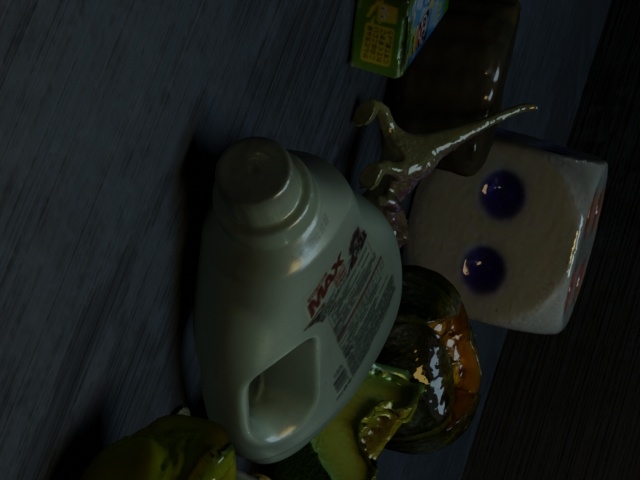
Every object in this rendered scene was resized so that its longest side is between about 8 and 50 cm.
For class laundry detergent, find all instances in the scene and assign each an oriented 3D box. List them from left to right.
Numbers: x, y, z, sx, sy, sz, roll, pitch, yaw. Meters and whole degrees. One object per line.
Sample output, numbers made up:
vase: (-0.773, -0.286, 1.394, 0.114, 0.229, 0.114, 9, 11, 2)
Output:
laundry detergent: (-0.035, 0.037, 1.703, 0.264, 0.124, 0.398, -58, 162, -16)

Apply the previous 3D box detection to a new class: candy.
candy: (0.091, -0.259, 2.048, 0.194, 0.062, 0.097, -56, 156, -55)

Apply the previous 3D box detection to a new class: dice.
dice: (0.256, -0.021, 2.641, 0.259, 0.243, 0.251, -12, 116, -73)

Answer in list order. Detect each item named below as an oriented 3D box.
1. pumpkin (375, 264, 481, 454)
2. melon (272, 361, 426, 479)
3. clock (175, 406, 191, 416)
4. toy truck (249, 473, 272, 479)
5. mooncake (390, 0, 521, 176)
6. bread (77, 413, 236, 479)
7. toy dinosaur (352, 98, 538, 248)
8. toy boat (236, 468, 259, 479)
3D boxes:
pumpkin: (0.105, 0.149, 2.354, 0.238, 0.159, 0.238, 27, 60, -61)
melon: (0.002, 0.245, 2.155, 0.169, 0.129, 0.265, -57, -179, 33)
clock: (-0.131, 0.188, 1.728, 0.083, 0.010, 0.074, 90, 20, -47)
toy truck: (-0.089, 0.288, 1.909, 0.052, 0.062, 0.123, 88, 21, -55)
mooncake: (0.161, -0.191, 2.300, 0.228, 0.124, 0.228, 13, 90, -82)
bread: (-0.148, 0.302, 1.557, 0.166, 0.112, 0.384, -57, 159, -46)
toy dinosaur: (0.111, -0.094, 2.148, 0.251, 0.072, 0.200, -58, 143, 1)
toy boat: (-0.100, 0.293, 1.726, 0.115, 0.114, 0.262, -45, 155, -42)
